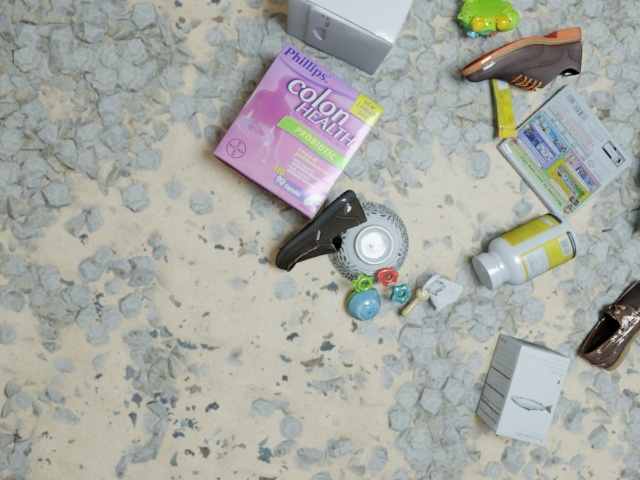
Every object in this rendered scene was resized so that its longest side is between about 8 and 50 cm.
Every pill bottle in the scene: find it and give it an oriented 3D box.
[{"bbox_3d":[0.401,0.026,1.010,0.184,0.103,0.103,-25,94,-3],"label":"pill bottle"}]

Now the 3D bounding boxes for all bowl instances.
[{"bbox_3d":[0.099,0.008,0.999,0.170,0.080,0.170,0,93,-4],"label":"bowl"}]

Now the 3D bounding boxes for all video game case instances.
[{"bbox_3d":[0.502,-0.177,1.049,0.193,0.023,0.212,-42,95,-2],"label":"video game case"}]

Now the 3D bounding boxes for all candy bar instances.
[{"bbox_3d":[0.366,-0.284,1.026,0.040,0.018,0.161,-6,84,-7],"label":"candy bar"}]

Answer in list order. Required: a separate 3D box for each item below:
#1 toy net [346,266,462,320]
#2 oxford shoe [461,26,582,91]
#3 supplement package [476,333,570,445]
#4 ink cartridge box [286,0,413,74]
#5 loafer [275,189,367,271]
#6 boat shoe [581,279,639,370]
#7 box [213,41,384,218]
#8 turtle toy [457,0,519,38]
[{"bbox_3d":[0.168,0.095,1.014,0.232,0.045,0.122,-9,115,-11],"label":"toy net"},{"bbox_3d":[0.399,-0.335,0.985,0.271,0.097,0.098,-18,99,-14],"label":"oxford shoe"},{"bbox_3d":[0.401,0.294,1.020,0.105,0.105,0.179,16,92,-5],"label":"supplement package"},{"bbox_3d":[0.080,-0.482,0.918,0.197,0.198,0.270,24,91,-6],"label":"ink cartridge box"},{"bbox_3d":[0.000,0.000,0.955,0.078,0.080,0.220,48,121,-2],"label":"loafer"},{"bbox_3d":[0.614,0.166,1.047,0.073,0.073,0.207,30,90,-7],"label":"boat shoe"},{"bbox_3d":[-0.040,-0.196,0.962,0.214,0.117,0.243,34,89,-5],"label":"box"},{"bbox_3d":[0.331,-0.438,1.003,0.130,0.066,0.095,-5,69,-6],"label":"turtle toy"}]
